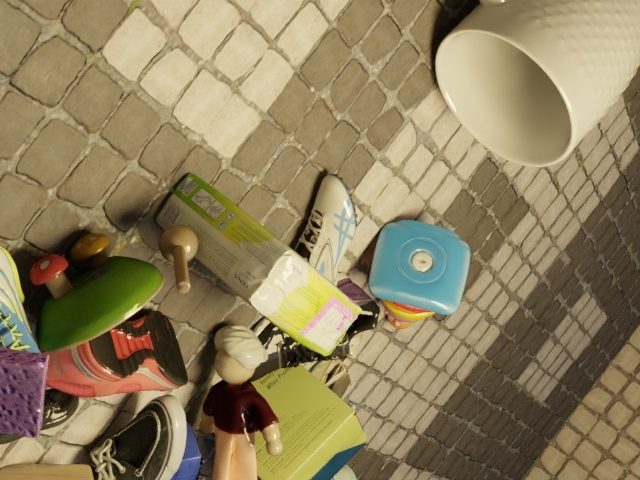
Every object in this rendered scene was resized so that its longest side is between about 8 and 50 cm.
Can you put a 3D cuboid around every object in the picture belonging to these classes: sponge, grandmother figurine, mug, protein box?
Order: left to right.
[{"bbox_3d":[-0.435,0.172,1.298,0.031,0.210,0.117,-87,-172,-56],"label":"sponge"},{"bbox_3d":[-0.140,0.311,1.797,0.104,0.207,0.342,-6,99,-53],"label":"grandmother figurine"},{"bbox_3d":[-0.062,0.343,1.946,0.200,0.201,0.136,-43,148,-15],"label":"protein box"},{"bbox_3d":[0.375,-0.366,1.782,0.328,0.276,0.374,-44,118,-24],"label":"mug"}]

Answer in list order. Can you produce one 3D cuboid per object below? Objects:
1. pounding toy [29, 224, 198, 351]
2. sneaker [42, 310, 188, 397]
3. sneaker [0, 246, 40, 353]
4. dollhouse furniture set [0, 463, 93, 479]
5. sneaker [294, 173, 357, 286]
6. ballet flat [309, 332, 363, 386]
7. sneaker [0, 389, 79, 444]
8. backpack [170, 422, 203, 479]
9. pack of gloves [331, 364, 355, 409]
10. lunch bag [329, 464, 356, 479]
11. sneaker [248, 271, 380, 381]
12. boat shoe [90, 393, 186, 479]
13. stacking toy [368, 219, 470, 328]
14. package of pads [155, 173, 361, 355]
[{"bbox_3d":[-0.285,0.039,1.404,0.237,0.183,0.110,-26,107,8],"label":"pounding toy"},{"bbox_3d":[-0.304,0.171,1.571,0.136,0.116,0.314,-21,164,15],"label":"sneaker"},{"bbox_3d":[-0.387,0.109,1.343,0.091,0.126,0.240,-33,145,-30],"label":"sneaker"},{"bbox_3d":[-0.457,0.582,1.536,0.256,0.394,0.362,5,121,-24],"label":"dollhouse furniture set"},{"bbox_3d":[0.000,0.000,1.797,0.086,0.085,0.237,-15,130,-36],"label":"sneaker"},{"bbox_3d":[0.042,0.229,2.114,0.168,0.052,0.057,-50,149,-6],"label":"ballet flat"},{"bbox_3d":[-0.411,0.231,1.508,0.170,0.051,0.089,-23,143,-35],"label":"sneaker"},{"bbox_3d":[-0.258,0.380,1.829,0.101,0.098,0.120,-1,127,-18],"label":"backpack"},{"bbox_3d":[-0.001,0.383,2.143,0.046,0.195,0.232,20,110,-14],"label":"pack of gloves"},{"bbox_3d":[-0.055,0.518,2.038,0.108,0.279,0.224,24,65,-56],"label":"lunch bag"},{"bbox_3d":[-0.016,0.169,1.904,0.283,0.124,0.107,-36,145,-25],"label":"sneaker"},{"bbox_3d":[-0.320,0.365,1.716,0.105,0.113,0.306,2,136,-47],"label":"boat shoe"},{"bbox_3d":[0.175,0.101,2.088,0.302,0.175,0.166,98,7,-64],"label":"stacking toy"},{"bbox_3d":[-0.083,0.046,1.586,0.101,0.229,0.296,-51,149,-2],"label":"package of pads"}]
